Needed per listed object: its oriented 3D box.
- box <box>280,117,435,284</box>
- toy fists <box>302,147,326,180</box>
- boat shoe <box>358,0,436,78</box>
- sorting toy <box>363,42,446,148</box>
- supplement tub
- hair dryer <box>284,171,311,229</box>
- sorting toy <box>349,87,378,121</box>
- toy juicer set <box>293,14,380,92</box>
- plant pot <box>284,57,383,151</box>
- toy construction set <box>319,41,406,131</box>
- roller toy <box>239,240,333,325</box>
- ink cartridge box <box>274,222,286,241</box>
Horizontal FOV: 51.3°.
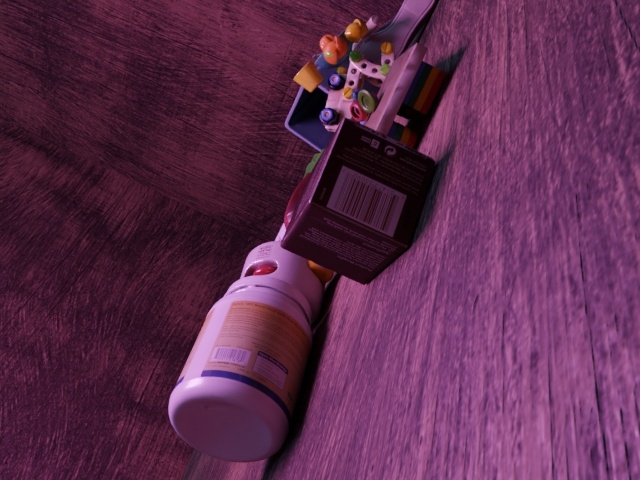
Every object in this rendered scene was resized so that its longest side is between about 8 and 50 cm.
[{"bbox_3d":[0.056,-0.057,1.092,0.203,0.168,0.167,130,163,-64],"label":"box"},{"bbox_3d":[0.051,-0.232,1.939,0.279,0.096,0.142,-41,33,35],"label":"toy fists"},{"bbox_3d":[0.225,-0.601,1.966,0.335,0.112,0.095,-50,-10,4],"label":"boat shoe"},{"bbox_3d":[0.155,-0.250,1.370,0.257,0.089,0.256,-119,54,-81],"label":"sorting toy"},{"bbox_3d":[-0.142,0.243,1.311,0.316,0.228,0.228,-72,9,-49],"label":"supplement tub"},{"bbox_3d":[0.017,-0.083,1.520,0.223,0.080,0.293,-39,34,-5],"label":"hair dryer"},{"bbox_3d":[0.098,-0.296,1.419,0.042,0.061,0.102,-30,-2,-26],"label":"sorting toy"},{"bbox_3d":[0.058,-0.554,1.840,0.209,0.089,0.329,-40,8,46],"label":"toy juicer set"},{"bbox_3d":[0.082,-0.428,2.057,0.252,0.247,0.248,-54,-1,-32],"label":"plant pot"},{"bbox_3d":[0.117,-0.376,1.798,0.151,0.214,0.328,63,-140,-64],"label":"toy construction set"},{"bbox_3d":[-0.084,0.099,1.495,0.209,0.191,0.146,117,168,-47],"label":"roller toy"},{"bbox_3d":[-0.042,-0.003,1.814,0.203,0.085,0.148,-63,38,18],"label":"ink cartridge box"}]
